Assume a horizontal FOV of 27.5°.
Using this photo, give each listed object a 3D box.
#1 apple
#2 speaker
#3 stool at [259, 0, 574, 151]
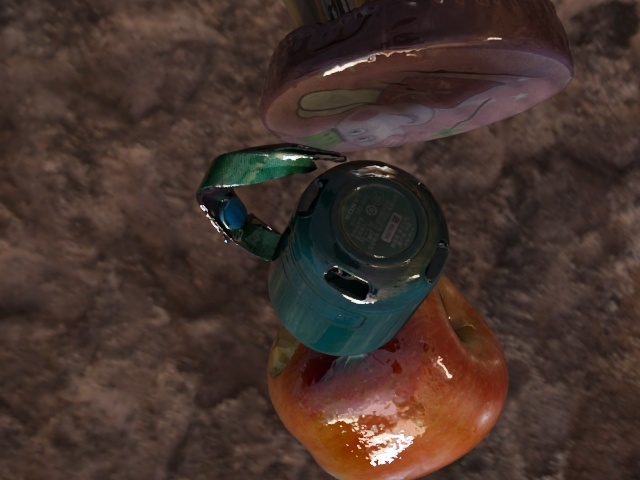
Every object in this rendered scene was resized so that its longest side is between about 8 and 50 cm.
[{"bbox_3d":[0.047,0.107,1.040,0.199,0.199,0.199,-10,-112,25],"label":"apple"},{"bbox_3d":[0.002,-0.004,0.505,0.060,0.075,0.094,-37,-101,-26],"label":"speaker"},{"bbox_3d":[0.071,-0.194,1.123,0.272,0.272,0.179,-14,-102,24],"label":"stool"}]
